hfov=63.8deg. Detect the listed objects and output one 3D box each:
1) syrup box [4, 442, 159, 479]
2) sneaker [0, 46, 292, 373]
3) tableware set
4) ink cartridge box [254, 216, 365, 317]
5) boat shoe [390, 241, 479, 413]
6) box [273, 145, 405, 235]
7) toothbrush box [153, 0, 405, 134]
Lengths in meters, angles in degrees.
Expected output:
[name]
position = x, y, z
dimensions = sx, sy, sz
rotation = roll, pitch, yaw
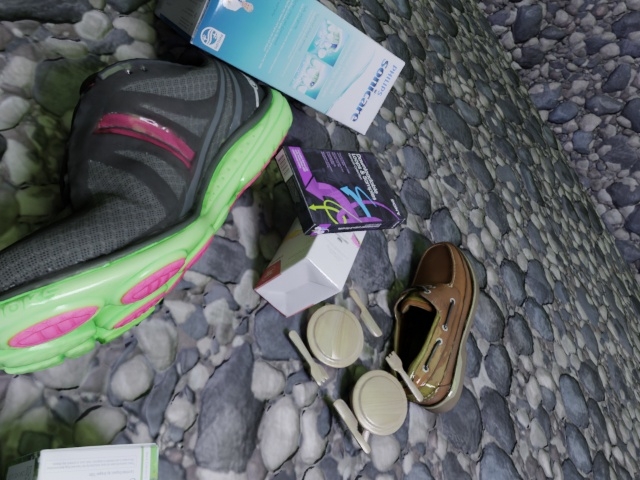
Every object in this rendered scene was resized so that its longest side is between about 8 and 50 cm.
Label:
[syrup box]
position = -0.188, 0.282, 0.381
dimensions = 0.096, 0.093, 0.237
rotation = 15, 58, -40
[sneaker]
position = -0.194, -0.065, 0.536
dimensions = 0.202, 0.185, 0.483
rotation = 38, 36, -11
[tableware set]
position = 0.044, 0.180, 0.713
dimensions = 0.128, 0.039, 0.194
rotation = -30, 84, -34
[ink cartridge box]
position = 0.000, 0.000, 0.714
dimensions = 0.067, 0.115, 0.198
rotation = 44, 43, -16
[boat shoe]
position = 0.181, 0.113, 0.834
dimensions = 0.104, 0.111, 0.307
rotation = 36, 46, -27
[box]
position = 0.028, -0.067, 0.674
dimensions = 0.162, 0.029, 0.116
rotation = -5, 64, -41
[toothbrush box]
position = -0.059, -0.294, 0.744
dimensions = 0.295, 0.126, 0.216
rotation = 16, 21, -38
